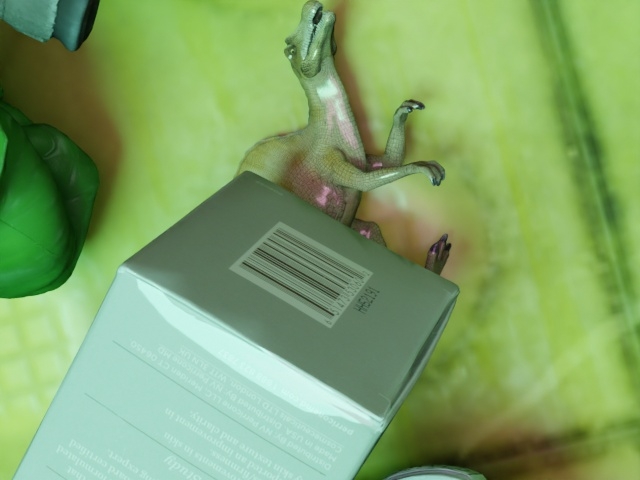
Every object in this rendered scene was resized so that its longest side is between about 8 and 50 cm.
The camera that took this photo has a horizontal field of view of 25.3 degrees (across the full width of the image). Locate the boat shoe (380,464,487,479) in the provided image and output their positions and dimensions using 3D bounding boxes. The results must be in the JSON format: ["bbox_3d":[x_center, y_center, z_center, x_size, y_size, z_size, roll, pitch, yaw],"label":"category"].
[{"bbox_3d":[0.100,0.237,0.493,0.121,0.119,0.335,-22,69,18],"label":"boat shoe"}]

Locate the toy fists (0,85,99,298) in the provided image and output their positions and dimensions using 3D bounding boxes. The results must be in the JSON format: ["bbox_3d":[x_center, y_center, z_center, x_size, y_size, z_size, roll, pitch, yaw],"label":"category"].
[{"bbox_3d":[-0.210,-0.071,0.552,0.279,0.142,0.096,31,81,5],"label":"toy fists"}]

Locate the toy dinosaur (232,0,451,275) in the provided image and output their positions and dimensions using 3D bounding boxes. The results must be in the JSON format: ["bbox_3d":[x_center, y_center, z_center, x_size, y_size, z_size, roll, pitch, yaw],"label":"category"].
[{"bbox_3d":[0.000,0.000,0.577,0.093,0.053,0.183,21,100,22],"label":"toy dinosaur"}]

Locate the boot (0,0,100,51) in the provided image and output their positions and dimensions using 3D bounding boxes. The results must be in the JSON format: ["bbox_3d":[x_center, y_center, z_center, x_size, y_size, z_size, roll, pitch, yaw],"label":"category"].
[{"bbox_3d":[-0.155,-0.230,0.495,0.223,0.118,0.338,5,79,-11],"label":"boot"}]

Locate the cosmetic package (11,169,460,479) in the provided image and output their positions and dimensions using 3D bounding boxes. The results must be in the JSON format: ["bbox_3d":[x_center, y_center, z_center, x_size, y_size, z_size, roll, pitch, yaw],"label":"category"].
[{"bbox_3d":[-0.058,0.105,0.520,0.107,0.127,0.238,29,114,5],"label":"cosmetic package"}]
